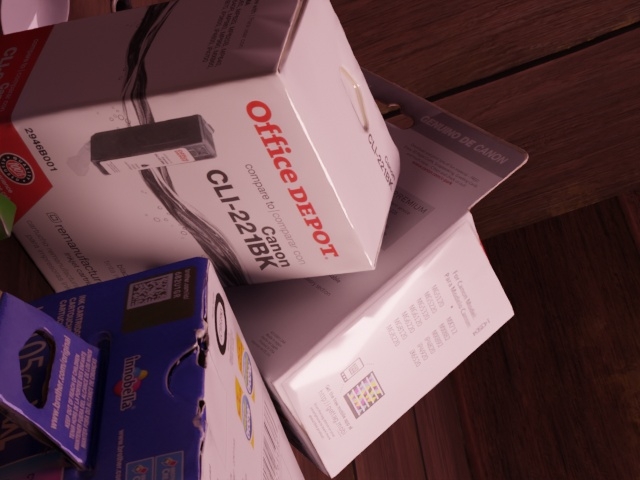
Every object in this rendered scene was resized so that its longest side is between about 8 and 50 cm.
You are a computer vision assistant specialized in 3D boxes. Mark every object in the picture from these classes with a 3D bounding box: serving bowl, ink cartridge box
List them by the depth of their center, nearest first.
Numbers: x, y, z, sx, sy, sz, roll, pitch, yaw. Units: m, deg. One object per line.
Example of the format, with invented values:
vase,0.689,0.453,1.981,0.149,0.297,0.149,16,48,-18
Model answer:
ink cartridge box,-0.097,0.202,0.920,0.270,0.151,0.395,-95,169,-56
ink cartridge box,-0.102,-0.066,1.035,0.114,0.272,0.197,-76,149,-42
serving bowl,-0.232,-0.183,1.094,0.083,0.027,0.083,-38,134,-52
ink cartridge box,0.000,0.000,1.176,0.309,0.272,0.130,36,-20,46

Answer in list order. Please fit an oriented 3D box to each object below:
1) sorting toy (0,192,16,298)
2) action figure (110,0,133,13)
sorting toy,-0.238,0.024,0.847,0.348,0.047,0.196,-95,163,-52
action figure,-0.223,-0.265,1.158,0.276,0.164,0.141,74,15,-47
